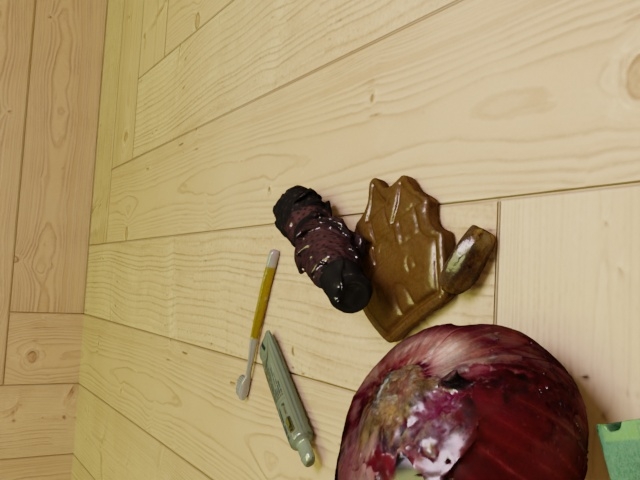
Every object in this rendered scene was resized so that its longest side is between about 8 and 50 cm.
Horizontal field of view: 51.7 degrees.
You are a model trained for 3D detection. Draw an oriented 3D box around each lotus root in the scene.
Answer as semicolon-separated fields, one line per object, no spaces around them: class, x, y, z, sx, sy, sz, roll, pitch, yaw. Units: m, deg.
lotus root;0.160;0.025;0.723;0.037;0.030;0.083;35;109;22

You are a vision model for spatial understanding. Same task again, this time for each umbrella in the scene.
umbrella;0.000;0.000;0.912;0.326;0.090;0.094;-125;45;-63

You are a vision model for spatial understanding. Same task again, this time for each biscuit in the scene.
biscuit;0.093;0.009;0.848;0.182;0.034;0.215;-49;46;44

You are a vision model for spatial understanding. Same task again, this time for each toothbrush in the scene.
toothbrush;-0.114;0.151;1.177;0.024;0.021;0.289;27;108;47

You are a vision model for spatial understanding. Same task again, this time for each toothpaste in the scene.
toothpaste;-0.056;0.249;1.054;0.255;0.037;0.067;-121;40;-48

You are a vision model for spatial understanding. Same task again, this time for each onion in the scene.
onion;0.132;0.200;0.607;0.252;0.219;0.252;-35;17;12

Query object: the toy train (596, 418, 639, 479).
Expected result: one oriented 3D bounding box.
toy train;0.286;0.216;0.466;0.132;0.083;0.200;136;131;-61
